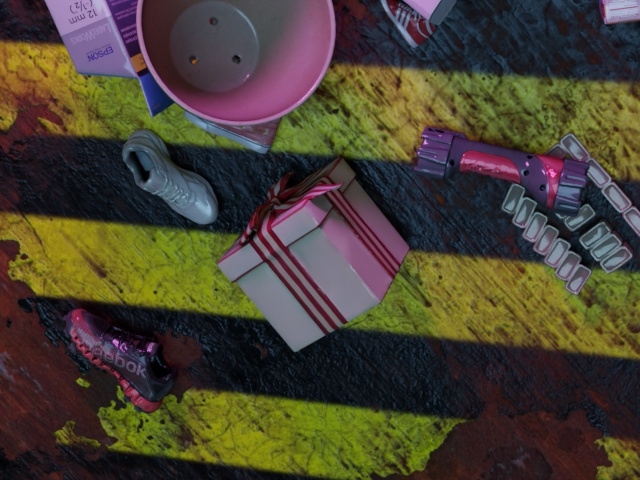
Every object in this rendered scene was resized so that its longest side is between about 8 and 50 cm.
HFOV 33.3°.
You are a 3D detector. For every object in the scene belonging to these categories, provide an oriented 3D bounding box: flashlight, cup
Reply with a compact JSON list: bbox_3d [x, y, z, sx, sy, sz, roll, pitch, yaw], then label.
[{"bbox_3d":[0.322,-0.121,1.922,0.304,0.103,0.103,12,110,10],"label":"flashlight"},{"bbox_3d":[-0.164,-0.350,1.848,0.331,0.237,0.331,0,90,-16],"label":"cup"}]

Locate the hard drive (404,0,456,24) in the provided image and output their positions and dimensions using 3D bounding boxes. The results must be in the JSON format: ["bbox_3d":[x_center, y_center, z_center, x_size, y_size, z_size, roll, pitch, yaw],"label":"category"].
[{"bbox_3d":[0.145,-0.522,1.762,0.307,0.040,0.203,47,113,31],"label":"hard drive"}]

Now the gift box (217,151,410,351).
[{"bbox_3d":[0.000,0.000,1.964,0.276,0.255,0.258,-35,101,26],"label":"gift box"}]

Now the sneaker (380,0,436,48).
[{"bbox_3d":[0.158,-0.405,1.894,0.067,0.042,0.118,-32,108,24],"label":"sneaker"}]

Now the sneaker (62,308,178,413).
[{"bbox_3d":[-0.403,0.227,2.207,0.135,0.097,0.276,-41,99,22],"label":"sneaker"}]

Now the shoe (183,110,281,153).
[{"bbox_3d":[-0.163,-0.235,2.013,0.178,0.063,0.081,24,111,-3],"label":"shoe"}]

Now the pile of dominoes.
[{"bbox_3d":[0.468,-0.047,1.976,0.196,0.040,0.251,-40,90,22],"label":"pile of dominoes"}]

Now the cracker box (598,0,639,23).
[{"bbox_3d":[0.481,-0.480,1.740,0.067,0.156,0.232,-5,109,12],"label":"cracker box"}]

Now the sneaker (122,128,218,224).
[{"bbox_3d":[-0.298,-0.107,2.054,0.232,0.115,0.090,42,112,-5],"label":"sneaker"}]

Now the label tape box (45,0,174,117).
[{"bbox_3d":[-0.367,-0.390,1.894,0.115,0.249,0.348,-16,106,16],"label":"label tape box"}]
